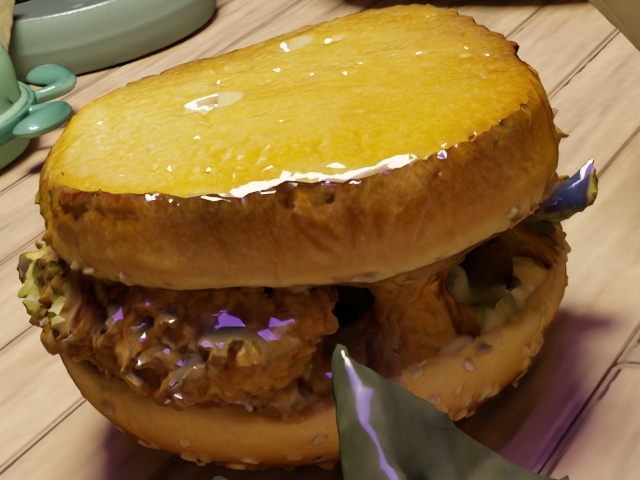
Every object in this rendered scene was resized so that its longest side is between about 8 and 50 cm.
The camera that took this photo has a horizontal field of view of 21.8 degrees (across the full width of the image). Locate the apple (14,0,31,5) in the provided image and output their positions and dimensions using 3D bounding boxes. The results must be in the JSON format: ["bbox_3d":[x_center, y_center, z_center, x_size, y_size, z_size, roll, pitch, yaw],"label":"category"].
[{"bbox_3d":[-0.233,-0.265,1.164,0.261,0.194,0.261,-34,3,2],"label":"apple"}]

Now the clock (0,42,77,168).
[{"bbox_3d":[-0.227,-0.068,0.905,0.188,0.060,0.148,-12,22,-4],"label":"clock"}]

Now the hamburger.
[{"bbox_3d":[-0.007,0.003,0.549,0.182,0.118,0.191,-7,19,19],"label":"hamburger"}]

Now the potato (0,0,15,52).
[{"bbox_3d":[-0.245,-0.133,1.014,0.122,0.086,0.061,-6,-20,32],"label":"potato"}]

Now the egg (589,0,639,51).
[{"bbox_3d":[0.239,-0.152,0.590,0.336,0.278,0.278,-4,23,24],"label":"egg"}]

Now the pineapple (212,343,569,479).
[{"bbox_3d":[0.013,0.125,0.227,0.169,0.169,0.340,-11,16,2],"label":"pineapple"}]

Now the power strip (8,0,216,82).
[{"bbox_3d":[-0.134,-0.156,1.095,0.137,0.044,0.216,10,31,43],"label":"power strip"}]
